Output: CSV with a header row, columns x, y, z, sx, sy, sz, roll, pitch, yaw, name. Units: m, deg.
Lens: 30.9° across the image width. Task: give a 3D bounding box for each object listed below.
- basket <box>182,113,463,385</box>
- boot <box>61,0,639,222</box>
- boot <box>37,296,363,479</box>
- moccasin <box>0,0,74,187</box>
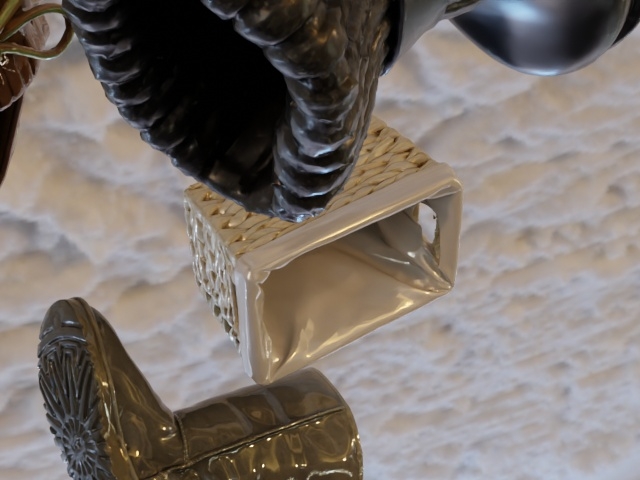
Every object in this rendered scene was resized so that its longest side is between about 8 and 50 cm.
x,y,z,sx,sy,sz,roll,pitch,yaw,name
0.000,0.000,0.786,0.167,0.103,0.113,-24,138,-22,basket
0.039,-0.111,0.517,0.131,0.260,0.348,7,156,33,boot
-0.071,0.112,0.771,0.208,0.190,0.076,-14,177,-41,boot
-0.211,-0.113,0.640,0.139,0.147,0.380,-33,171,-33,moccasin
